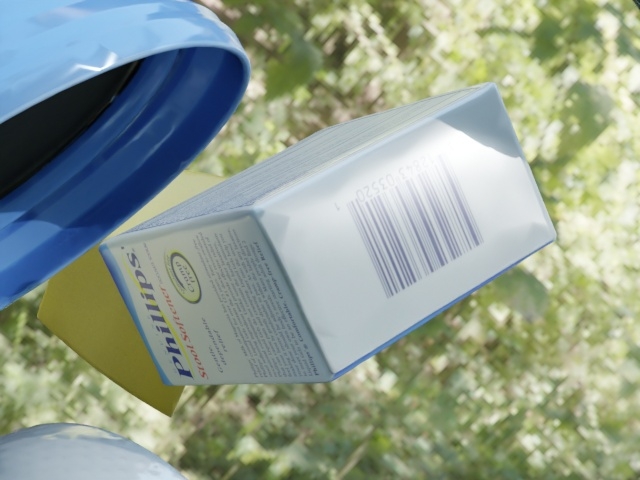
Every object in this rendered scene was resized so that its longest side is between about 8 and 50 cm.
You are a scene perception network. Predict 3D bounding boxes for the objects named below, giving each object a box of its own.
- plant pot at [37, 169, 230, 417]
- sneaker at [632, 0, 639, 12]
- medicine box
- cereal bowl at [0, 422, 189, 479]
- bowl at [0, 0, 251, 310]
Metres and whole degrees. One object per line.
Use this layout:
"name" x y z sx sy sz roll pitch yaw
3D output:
"plant pot" -0.203 0.035 1.614 0.187 0.212 0.212 22 34 -5
"sneaker" 0.265 -0.220 1.061 0.267 0.101 0.106 45 26 -32
"medicine box" 0.000 0.000 1.206 0.263 0.289 0.149 -29 100 -31
"cereal bowl" -0.184 0.295 0.913 0.339 0.339 0.141 49 33 18
"bowl" -0.223 -0.029 0.868 0.077 0.391 0.391 54 22 7
